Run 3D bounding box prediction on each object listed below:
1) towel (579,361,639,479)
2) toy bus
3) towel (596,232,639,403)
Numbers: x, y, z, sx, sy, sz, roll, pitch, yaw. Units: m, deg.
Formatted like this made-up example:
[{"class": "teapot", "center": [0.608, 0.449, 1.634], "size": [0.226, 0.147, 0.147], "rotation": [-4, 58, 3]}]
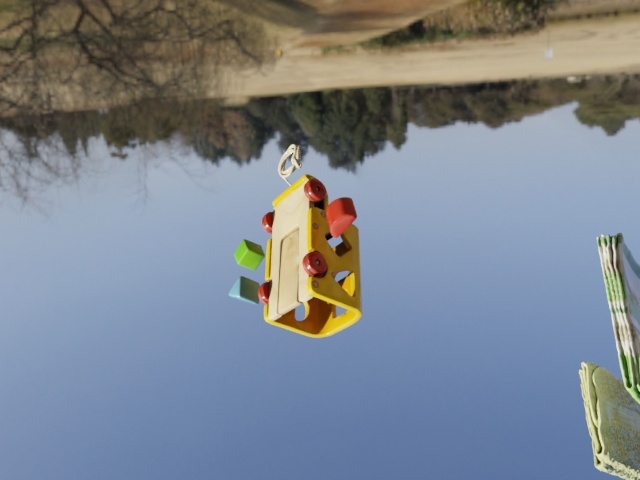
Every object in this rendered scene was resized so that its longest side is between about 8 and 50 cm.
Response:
[{"class": "towel", "center": [0.316, 0.194, 0.784], "size": [0.027, 0.110, 0.148], "rotation": [-24, 141, 37]}, {"class": "toy bus", "center": [-0.003, 0.012, 0.892], "size": [0.104, 0.202, 0.191], "rotation": [24, -174, -31]}, {"class": "towel", "center": [0.286, 0.079, 0.675], "size": [0.023, 0.152, 0.113], "rotation": [-20, 141, 31]}]
